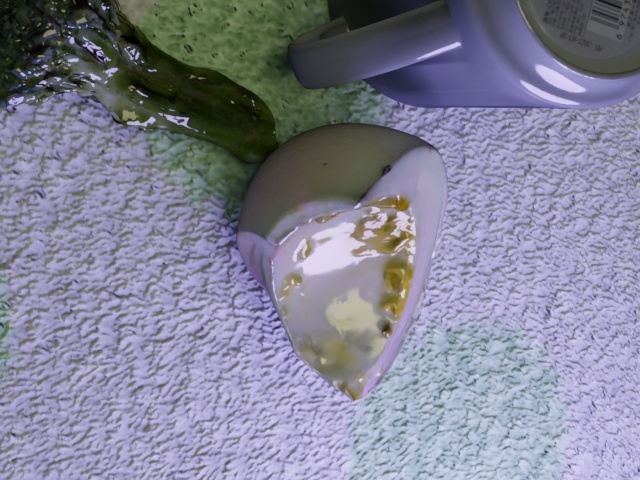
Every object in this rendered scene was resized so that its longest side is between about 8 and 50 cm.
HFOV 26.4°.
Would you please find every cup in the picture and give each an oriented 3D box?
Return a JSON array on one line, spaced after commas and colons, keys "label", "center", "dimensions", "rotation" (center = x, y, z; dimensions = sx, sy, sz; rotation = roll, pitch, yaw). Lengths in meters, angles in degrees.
[{"label": "cup", "center": [0.138, -0.221, 1.237], "dimensions": [0.323, 0.327, 0.237], "rotation": [-27, 105, -17]}]

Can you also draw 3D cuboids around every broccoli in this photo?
[{"label": "broccoli", "center": [-0.159, -0.150, 1.233], "dimensions": [0.304, 0.145, 0.165], "rotation": [25, 89, -36]}]

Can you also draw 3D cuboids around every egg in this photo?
[{"label": "egg", "center": [0.010, -0.008, 1.296], "dimensions": [0.206, 0.161, 0.271], "rotation": [-52, 152, -36]}]
